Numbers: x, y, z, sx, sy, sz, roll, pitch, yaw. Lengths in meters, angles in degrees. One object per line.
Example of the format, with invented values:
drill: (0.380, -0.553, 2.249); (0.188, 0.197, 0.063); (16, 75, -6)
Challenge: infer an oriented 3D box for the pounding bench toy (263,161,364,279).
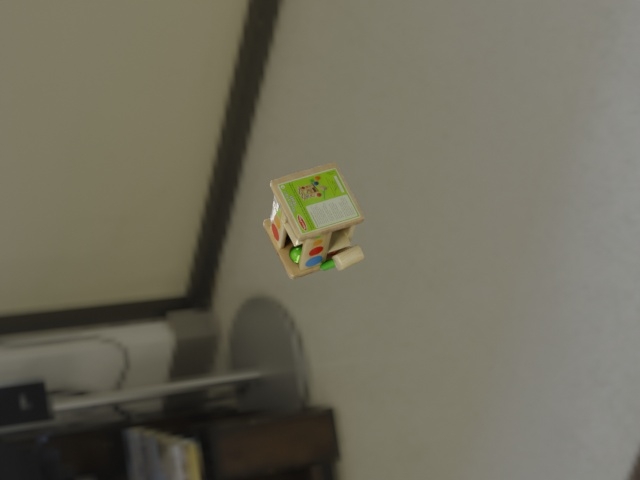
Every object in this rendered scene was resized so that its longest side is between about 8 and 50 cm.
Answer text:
pounding bench toy: (0.000, 0.000, 1.234); (0.065, 0.052, 0.083); (103, 145, -56)
